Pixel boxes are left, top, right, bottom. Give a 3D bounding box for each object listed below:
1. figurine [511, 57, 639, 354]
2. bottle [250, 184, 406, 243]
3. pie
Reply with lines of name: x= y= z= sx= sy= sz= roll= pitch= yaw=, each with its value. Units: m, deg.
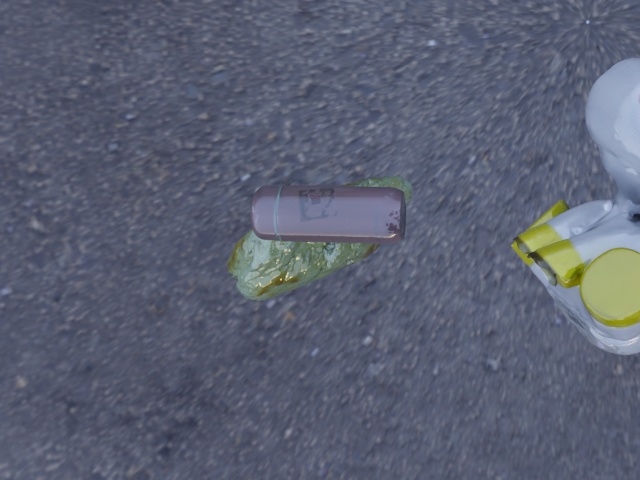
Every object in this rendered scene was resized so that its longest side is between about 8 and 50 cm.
figurine: x=0.177 y=-0.026 z=0.649 sx=0.130 sy=0.109 sz=0.178 roll=22 pitch=97 yaw=-18
bottle: x=0.008 y=-0.024 z=1.220 sx=0.140 sy=0.053 sz=0.053 roll=1 pitch=99 yaw=11
pie: x=0.000 y=0.000 z=1.565 sx=0.090 sy=0.248 sz=0.201 roll=60 pitch=149 yaw=10
